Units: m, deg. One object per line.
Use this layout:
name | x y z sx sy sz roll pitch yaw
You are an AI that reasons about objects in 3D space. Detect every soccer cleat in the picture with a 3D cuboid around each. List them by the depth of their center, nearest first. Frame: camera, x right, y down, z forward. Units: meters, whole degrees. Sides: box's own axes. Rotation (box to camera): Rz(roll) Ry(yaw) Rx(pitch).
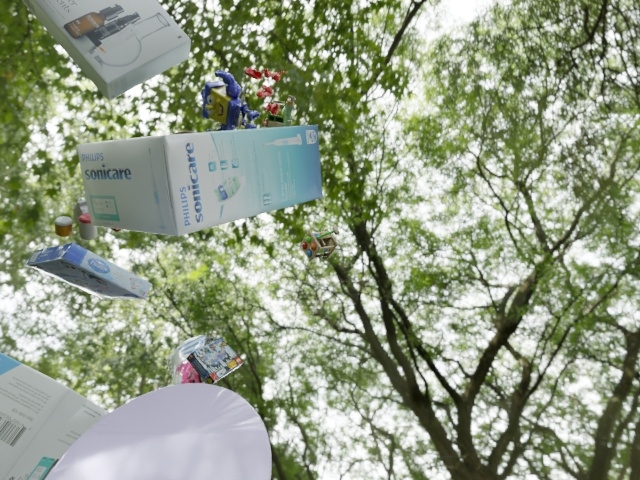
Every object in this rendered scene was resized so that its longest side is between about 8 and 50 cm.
soccer cleat | -0.414 0.396 1.412 0.143 0.331 0.116 -9 -79 2

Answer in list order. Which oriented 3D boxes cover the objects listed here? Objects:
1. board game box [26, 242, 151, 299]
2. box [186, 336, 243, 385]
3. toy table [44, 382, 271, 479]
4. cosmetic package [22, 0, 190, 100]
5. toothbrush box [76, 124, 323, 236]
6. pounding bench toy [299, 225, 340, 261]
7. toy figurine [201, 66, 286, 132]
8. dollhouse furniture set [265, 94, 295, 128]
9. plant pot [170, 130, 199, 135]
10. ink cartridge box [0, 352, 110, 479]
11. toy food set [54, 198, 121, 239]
board game box | -0.236 0.035 0.472 0.090 0.020 0.090 -7 -34 38
box | -0.267 0.307 1.181 0.094 0.137 0.027 47 -71 10
toy table | -0.160 0.273 0.428 0.252 0.274 0.161 26 -72 16
cosmetic package | -0.605 -0.626 1.314 0.377 0.284 0.097 49 -27 0
toothbrush box | -0.169 -0.103 0.706 0.216 0.295 0.126 5 -74 36
pounding bench toy | 0.000 0.000 1.058 0.065 0.052 0.083 -7 -38 -40
toy figurine | -0.270 -0.385 1.404 0.217 0.191 0.363 31 -48 16
dollhouse furniture set | -0.092 -0.275 1.028 0.058 0.076 0.152 10 4 -6
plant pot | -0.452 -0.267 1.643 0.237 0.110 0.237 2 -79 10
ink cartridge box | -0.520 0.345 0.729 0.198 0.270 0.197 21 -31 13
toy food set | -0.553 -0.087 1.172 0.111 0.232 0.105 26 -59 19
